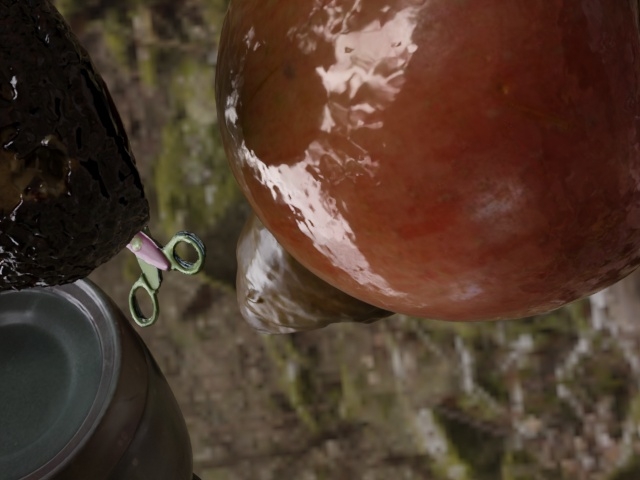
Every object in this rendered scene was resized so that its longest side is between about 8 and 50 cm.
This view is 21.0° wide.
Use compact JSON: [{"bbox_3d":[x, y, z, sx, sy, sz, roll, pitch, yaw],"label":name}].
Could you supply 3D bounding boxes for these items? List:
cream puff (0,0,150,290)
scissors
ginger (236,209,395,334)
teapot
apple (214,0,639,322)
[{"bbox_3d":[-0.227,-0.070,1.174,0.239,0.165,0.239,55,164,24],"label":"cream puff"},{"bbox_3d":[-0.218,0.005,2.119,0.020,0.133,0.187,20,-154,-52],"label":"scissors"},{"bbox_3d":[-0.002,0.002,2.111,0.200,0.269,0.223,-56,-45,-48],"label":"ginger"},{"bbox_3d":[-0.267,0.199,1.556,0.312,0.315,0.233,62,-155,-54],"label":"teapot"},{"bbox_3d":[0.095,-0.114,1.243,0.364,0.364,0.364,-6,-90,-90],"label":"apple"}]
